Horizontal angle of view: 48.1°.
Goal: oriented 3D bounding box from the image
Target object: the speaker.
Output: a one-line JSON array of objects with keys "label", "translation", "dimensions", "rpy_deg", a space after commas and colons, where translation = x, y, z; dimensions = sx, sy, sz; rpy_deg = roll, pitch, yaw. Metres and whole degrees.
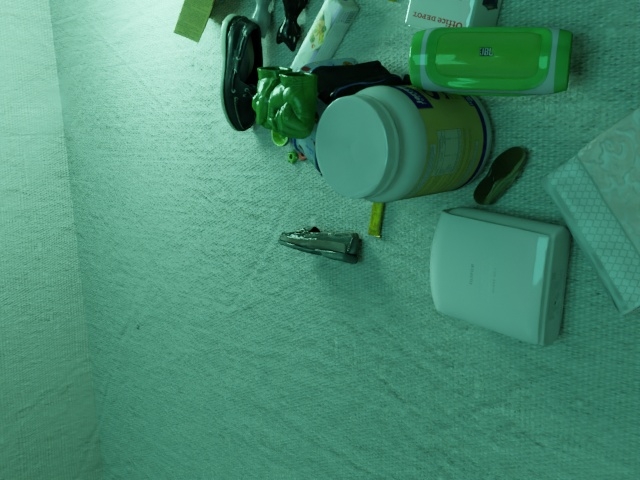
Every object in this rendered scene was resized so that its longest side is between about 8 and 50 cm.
[{"label": "speaker", "translation": [0.329, -0.350, 1.394], "dimensions": [0.297, 0.131, 0.131], "rpy_deg": [6, 105, 19]}]

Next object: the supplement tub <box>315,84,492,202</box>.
[{"label": "supplement tub", "translation": [0.178, -0.207, 1.517], "dimensions": [0.241, 0.331, 0.241], "rpy_deg": [14, 109, 45]}]

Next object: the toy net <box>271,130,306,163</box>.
[{"label": "toy net", "translation": [-0.042, -0.290, 1.955], "dimensions": [0.232, 0.045, 0.122], "rpy_deg": [-19, 85, 48]}]

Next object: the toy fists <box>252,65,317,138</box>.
[{"label": "toy fists", "translation": [-0.084, -0.306, 1.598], "dimensions": [0.279, 0.096, 0.142], "rpy_deg": [-145, 50, -60]}]

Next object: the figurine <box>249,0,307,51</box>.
[{"label": "figurine", "translation": [-0.122, -0.639, 1.937], "dimensions": [0.215, 0.092, 0.209], "rpy_deg": [34, 127, 39]}]

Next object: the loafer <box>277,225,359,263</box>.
[{"label": "loafer", "translation": [0.000, 0.000, 1.959], "dimensions": [0.268, 0.096, 0.084], "rpy_deg": [14, 89, 38]}]

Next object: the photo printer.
[{"label": "photo printer", "translation": [0.368, 0.065, 1.539], "dimensions": [0.308, 0.107, 0.256], "rpy_deg": [17, 111, 44]}]

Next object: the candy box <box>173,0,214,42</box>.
[{"label": "candy box", "translation": [-0.323, -0.753, 2.059], "dimensions": [0.183, 0.088, 0.316], "rpy_deg": [-86, 21, -49]}]

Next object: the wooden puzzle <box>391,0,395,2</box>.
[{"label": "wooden puzzle", "translation": [0.159, -0.623, 1.681], "dimensions": [0.079, 0.014, 0.116], "rpy_deg": [24, 116, 38]}]

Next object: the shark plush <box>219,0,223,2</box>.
[{"label": "shark plush", "translation": [-0.250, -0.746, 2.060], "dimensions": [0.161, 0.067, 0.073], "rpy_deg": [-14, 89, 48]}]

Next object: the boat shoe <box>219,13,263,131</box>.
[{"label": "boat shoe", "translation": [-0.205, -0.462, 2.034], "dimensions": [0.113, 0.127, 0.340], "rpy_deg": [19, 120, 29]}]

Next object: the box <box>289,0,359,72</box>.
[{"label": "box", "translation": [-0.010, -0.489, 1.858], "dimensions": [0.063, 0.067, 0.324], "rpy_deg": [56, 135, 24]}]

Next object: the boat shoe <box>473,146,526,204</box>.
[{"label": "boat shoe", "translation": [0.388, -0.136, 1.525], "dimensions": [0.153, 0.048, 0.056], "rpy_deg": [-58, 45, 30]}]

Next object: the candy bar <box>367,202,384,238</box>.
[{"label": "candy bar", "translation": [0.147, -0.083, 1.815], "dimensions": [0.040, 0.018, 0.161], "rpy_deg": [26, 117, 38]}]

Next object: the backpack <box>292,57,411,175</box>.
[{"label": "backpack", "translation": [0.046, -0.296, 1.709], "dimensions": [0.213, 0.277, 0.263], "rpy_deg": [46, 136, 37]}]

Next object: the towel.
[{"label": "towel", "translation": [0.597, -0.061, 1.300], "dimensions": [0.317, 0.053, 0.331], "rpy_deg": [-40, 70, 44]}]

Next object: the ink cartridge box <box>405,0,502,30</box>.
[{"label": "ink cartridge box", "translation": [0.291, -0.549, 1.486], "dimensions": [0.172, 0.100, 0.237], "rpy_deg": [30, 120, 39]}]
